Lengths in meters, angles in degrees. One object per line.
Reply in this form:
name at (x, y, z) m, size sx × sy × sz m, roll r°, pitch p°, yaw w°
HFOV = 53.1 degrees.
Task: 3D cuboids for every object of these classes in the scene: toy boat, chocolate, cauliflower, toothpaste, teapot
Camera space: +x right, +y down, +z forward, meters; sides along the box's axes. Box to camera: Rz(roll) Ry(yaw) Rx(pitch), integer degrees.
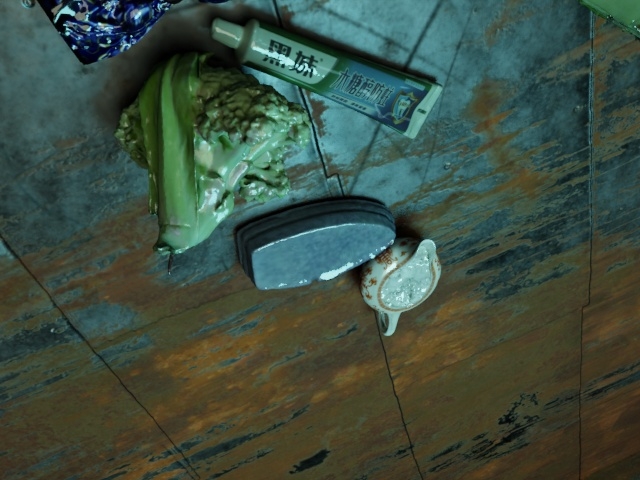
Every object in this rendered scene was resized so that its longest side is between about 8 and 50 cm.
toy boat at (0.000, 0.000, 1.110) m, size 0.283 × 0.078 × 0.127 m, roll -14°, pitch 127°, yaw -11°
chocolate at (-0.161, -0.315, 0.749) m, size 0.343 × 0.148 × 0.126 m, roll -22°, pitch 132°, yaw -2°
cauliflower at (-0.153, -0.101, 0.847) m, size 0.257 × 0.239 × 0.315 m, roll 15°, pitch 79°, yaw -1°
toothpaste at (0.018, -0.240, 0.935) m, size 0.392 × 0.061 × 0.098 m, roll 13°, pitch 118°, yaw -32°
teapot at (0.146, 0.076, 1.210) m, size 0.159 × 0.116 × 0.245 m, roll -15°, pitch 129°, yaw -27°

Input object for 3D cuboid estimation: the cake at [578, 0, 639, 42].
cake at (0.462, -0.401, 0.936) m, size 0.284 × 0.158 × 0.172 m, roll 14°, pitch 119°, yaw -27°
